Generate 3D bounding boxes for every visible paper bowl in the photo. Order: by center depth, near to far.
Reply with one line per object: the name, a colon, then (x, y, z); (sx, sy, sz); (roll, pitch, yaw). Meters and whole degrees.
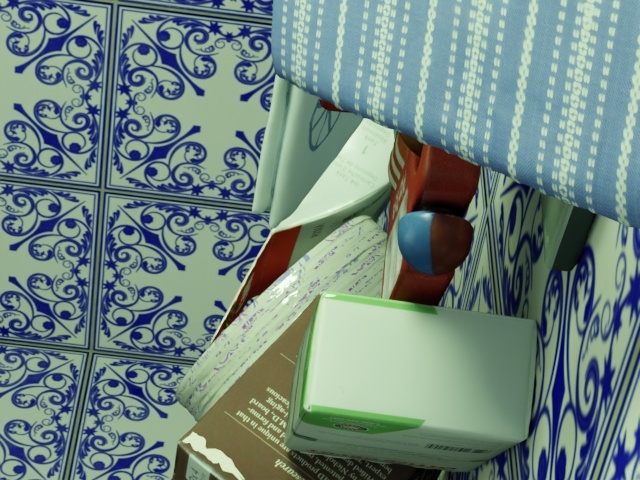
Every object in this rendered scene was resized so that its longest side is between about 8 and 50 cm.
paper bowl: (-0.004, 0.119, 1.798); (0.284, 0.148, 0.284); (-43, -5, -5)

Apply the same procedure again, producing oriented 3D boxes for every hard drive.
hard drive: (0.165, -0.058, 1.077); (0.135, 0.022, 0.094); (100, 175, -48)

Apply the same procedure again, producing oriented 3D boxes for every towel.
towel: (0.093, -0.159, 0.874); (0.336, 0.040, 0.243); (27, 118, 46)

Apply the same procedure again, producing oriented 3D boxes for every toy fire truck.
toy fire truck: (0.087, -0.084, 1.212); (0.302, 0.169, 0.253); (109, 166, -74)

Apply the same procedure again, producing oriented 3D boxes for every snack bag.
snack bag: (0.045, -0.222, 1.484); (0.342, 0.037, 0.323); (-53, -19, -43)

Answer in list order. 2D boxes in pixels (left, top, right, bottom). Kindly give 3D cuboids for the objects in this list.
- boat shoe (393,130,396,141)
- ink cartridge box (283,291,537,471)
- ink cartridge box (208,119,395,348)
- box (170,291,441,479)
boat shoe: (0.123, -0.146, 1.632); (0.079, 0.084, 0.233); (-48, -26, -36)
ink cartridge box: (0.061, 0.113, 1.288); (0.219, 0.160, 0.092); (114, 164, -76)
ink cartridge box: (0.000, 0.000, 1.905); (0.385, 0.091, 0.308); (-59, -2, -16)
box: (-0.004, 0.192, 1.475); (0.203, 0.167, 0.168); (-46, -16, -30)
